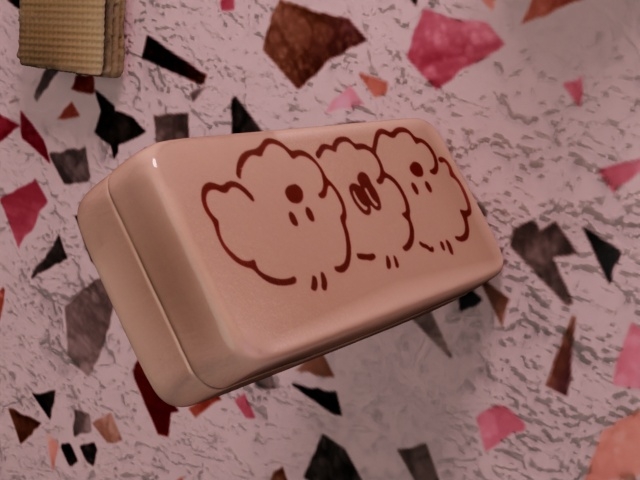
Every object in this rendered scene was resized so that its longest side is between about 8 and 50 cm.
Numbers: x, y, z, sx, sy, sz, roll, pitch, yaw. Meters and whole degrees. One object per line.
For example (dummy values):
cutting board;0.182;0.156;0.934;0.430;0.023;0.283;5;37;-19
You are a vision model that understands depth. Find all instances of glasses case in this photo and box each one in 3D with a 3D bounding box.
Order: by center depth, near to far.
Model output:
glasses case;0.000;0.000;0.730;0.076;0.336;0.144;-32;81;33

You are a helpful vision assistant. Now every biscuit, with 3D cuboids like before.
biscuit;-0.230;-0.257;1.025;0.121;0.041;0.199;13;103;35
